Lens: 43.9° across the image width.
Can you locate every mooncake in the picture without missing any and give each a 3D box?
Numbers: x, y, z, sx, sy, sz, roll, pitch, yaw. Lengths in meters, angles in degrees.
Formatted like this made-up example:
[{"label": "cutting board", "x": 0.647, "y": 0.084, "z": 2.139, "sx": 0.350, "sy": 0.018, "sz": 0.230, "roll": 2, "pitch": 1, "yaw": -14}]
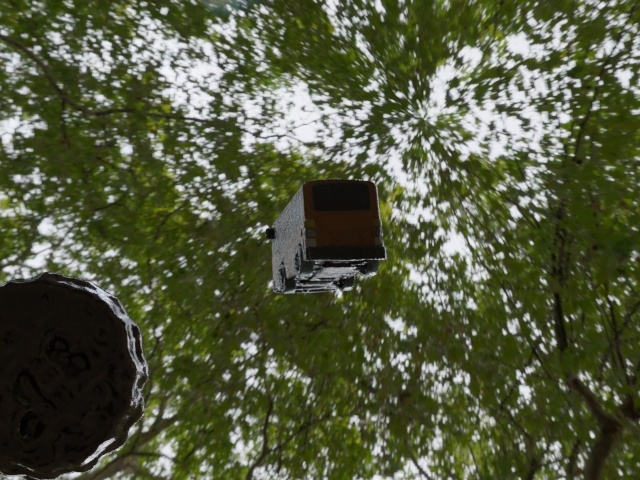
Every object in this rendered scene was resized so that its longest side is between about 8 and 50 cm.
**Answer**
[{"label": "mooncake", "x": -0.298, "y": 0.146, "z": 0.860, "sx": 0.228, "sy": 0.124, "sz": 0.228, "roll": 3, "pitch": -105, "yaw": -13}]

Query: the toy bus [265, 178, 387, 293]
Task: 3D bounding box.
[{"label": "toy bus", "x": 0.000, "y": 0.000, "z": 0.868, "sx": 0.091, "sy": 0.182, "sz": 0.103, "roll": -1, "pitch": -104, "yaw": -15}]
